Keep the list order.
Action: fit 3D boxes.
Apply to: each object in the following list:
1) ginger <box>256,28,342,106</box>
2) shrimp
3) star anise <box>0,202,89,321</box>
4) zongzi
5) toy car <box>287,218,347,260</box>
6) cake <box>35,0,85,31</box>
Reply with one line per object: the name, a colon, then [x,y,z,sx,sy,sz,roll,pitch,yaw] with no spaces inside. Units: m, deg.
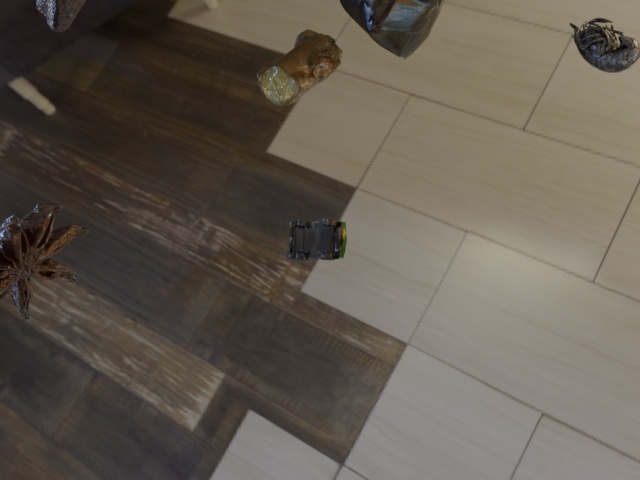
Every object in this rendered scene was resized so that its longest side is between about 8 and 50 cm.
ginger: [-0.023,-0.315,1.167,0.138,0.074,0.213,11,42,27]
shrimp: [0.420,-0.302,0.991,0.065,0.057,0.165,-51,39,29]
star anise: [-0.286,0.018,0.628,0.042,0.141,0.141,37,83,18]
zongzi: [0.158,-0.496,1.137,0.300,0.139,0.286,-59,28,24]
toy car: [0.000,0.000,1.107,0.165,0.063,0.071,-1,86,60]
cake: [-0.425,-0.494,1.160,0.135,0.246,0.112,-20,60,-33]
